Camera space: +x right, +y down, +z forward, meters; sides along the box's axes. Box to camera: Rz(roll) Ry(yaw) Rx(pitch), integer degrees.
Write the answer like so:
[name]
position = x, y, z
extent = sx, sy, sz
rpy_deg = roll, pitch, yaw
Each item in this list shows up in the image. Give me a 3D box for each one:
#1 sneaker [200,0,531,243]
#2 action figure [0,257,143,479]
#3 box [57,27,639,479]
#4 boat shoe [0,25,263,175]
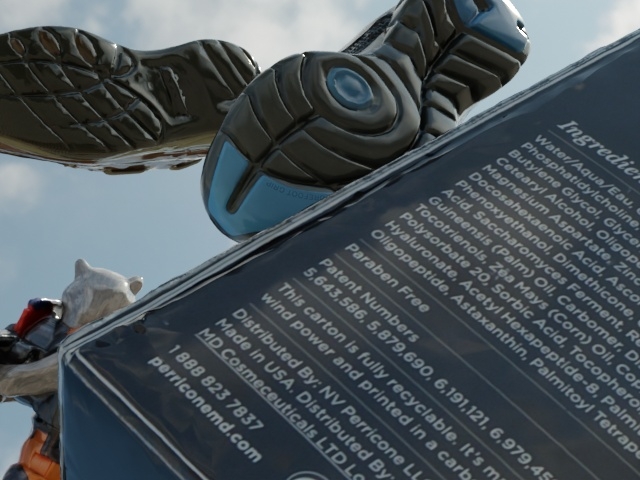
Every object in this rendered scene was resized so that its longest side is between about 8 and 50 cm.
[sneaker]
position = 0.025, -0.067, 1.013
extent = 0.140, 0.125, 0.341
rpy_deg = -43, -4, 42
[action figure]
position = -0.231, 0.183, 1.503
extent = 0.341, 0.179, 0.330
rpy_deg = -13, -66, -71
[box]
position = 0.116, 0.190, 0.914
extent = 0.472, 0.297, 0.479
rpy_deg = -31, -33, -33
[boat shoe]
position = -0.186, -0.104, 1.310
extent = 0.324, 0.122, 0.120
rpy_deg = -2, -23, -42
